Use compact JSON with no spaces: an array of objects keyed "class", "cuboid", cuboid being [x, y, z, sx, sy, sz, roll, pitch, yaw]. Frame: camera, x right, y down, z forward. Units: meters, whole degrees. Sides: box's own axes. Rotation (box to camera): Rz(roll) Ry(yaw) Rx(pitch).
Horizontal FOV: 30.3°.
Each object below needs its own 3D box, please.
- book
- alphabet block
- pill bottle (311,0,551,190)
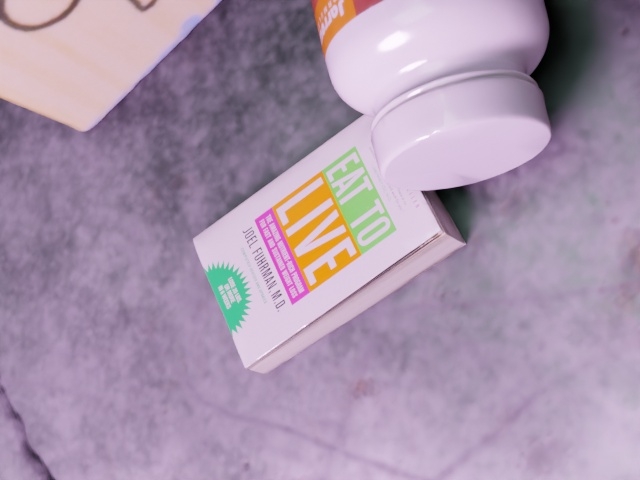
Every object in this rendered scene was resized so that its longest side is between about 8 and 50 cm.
[{"class":"book","cuboid":[0.000,0.000,0.695,0.144,0.035,0.096,-36,62,18]},{"class":"alphabet block","cuboid":[-0.188,-0.214,0.741,0.192,0.197,0.193,-43,63,13]},{"class":"pill bottle","cuboid":[0.054,-0.143,0.643,0.121,0.121,0.216,-20,70,23]}]
